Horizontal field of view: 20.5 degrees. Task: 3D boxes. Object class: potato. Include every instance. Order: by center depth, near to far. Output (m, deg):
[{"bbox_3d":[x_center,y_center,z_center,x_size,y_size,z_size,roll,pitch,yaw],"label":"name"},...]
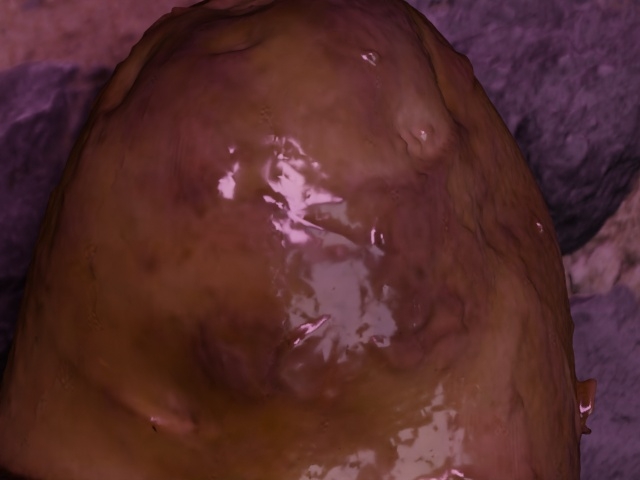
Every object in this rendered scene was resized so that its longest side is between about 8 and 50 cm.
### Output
[{"bbox_3d":[0.000,0.000,0.829,0.300,0.289,0.237,6,93,-3],"label":"potato"}]
